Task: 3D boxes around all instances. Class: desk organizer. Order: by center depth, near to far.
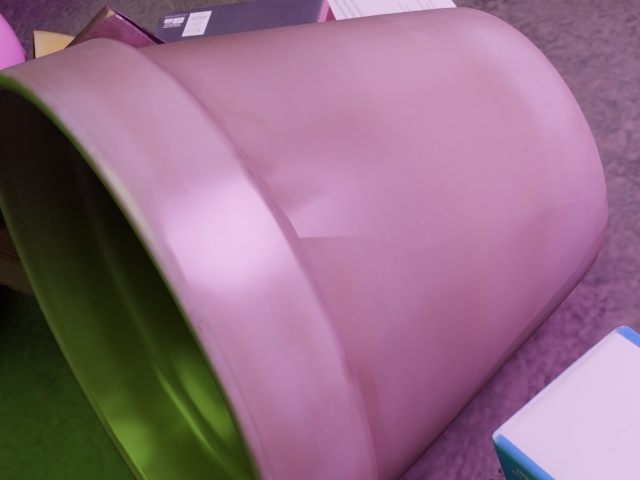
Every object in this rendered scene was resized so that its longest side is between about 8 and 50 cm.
[{"bbox_3d":[-0.051,-0.135,0.888,0.130,0.050,0.047,-3,52,22],"label":"desk organizer"}]

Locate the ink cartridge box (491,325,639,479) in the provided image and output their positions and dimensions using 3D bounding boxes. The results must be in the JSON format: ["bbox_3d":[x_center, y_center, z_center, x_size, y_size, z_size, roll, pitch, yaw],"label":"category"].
[{"bbox_3d":[0.173,0.157,0.570,0.086,0.203,0.148,-40,48,-14],"label":"ink cartridge box"}]

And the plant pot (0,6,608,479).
[{"bbox_3d":[0.000,0.000,0.738,0.280,0.323,0.323,-28,44,-23],"label":"plant pot"}]

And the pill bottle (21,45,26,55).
[{"bbox_3d":[-0.355,-0.135,1.110,0.184,0.103,0.103,-41,48,-13],"label":"pill bottle"}]

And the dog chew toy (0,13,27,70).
[{"bbox_3d":[-0.331,-0.033,0.940,0.207,0.206,0.331,0,76,23],"label":"dog chew toy"}]

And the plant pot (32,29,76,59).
[{"bbox_3d":[-0.177,-0.100,1.002,0.095,0.134,0.134,-3,46,-14],"label":"plant pot"}]

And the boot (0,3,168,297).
[{"bbox_3d":[-0.203,-0.076,0.816,0.207,0.248,0.090,-49,48,12],"label":"boot"}]

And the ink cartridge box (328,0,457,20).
[{"bbox_3d":[0.005,-0.106,0.937,0.218,0.092,0.158,-26,47,0],"label":"ink cartridge box"}]
